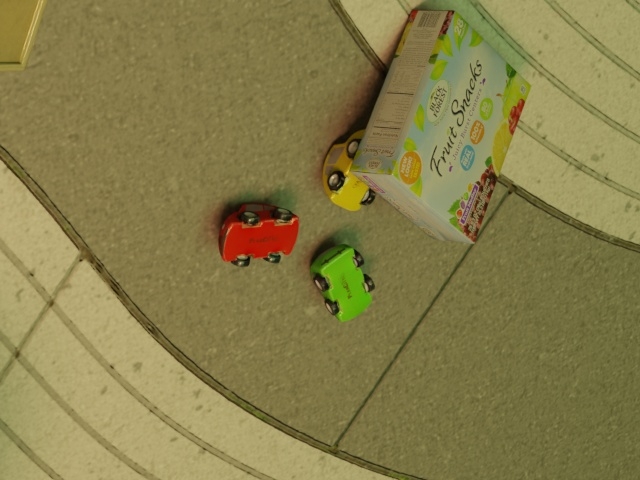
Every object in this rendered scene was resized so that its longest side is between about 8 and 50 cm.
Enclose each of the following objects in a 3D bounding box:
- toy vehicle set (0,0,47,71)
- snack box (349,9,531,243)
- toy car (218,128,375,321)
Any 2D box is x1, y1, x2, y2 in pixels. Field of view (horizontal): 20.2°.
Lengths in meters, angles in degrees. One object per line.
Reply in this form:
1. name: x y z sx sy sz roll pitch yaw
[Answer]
1. toy vehicle set: -0.294 -0.280 1.624 0.166 0.035 0.267 -8 123 -59
2. snack box: 0.137 -0.126 2.010 0.174 0.070 0.207 38 66 -43
3. toy car: 0.000 0.000 2.044 0.239 0.053 0.225 -34 132 -14
